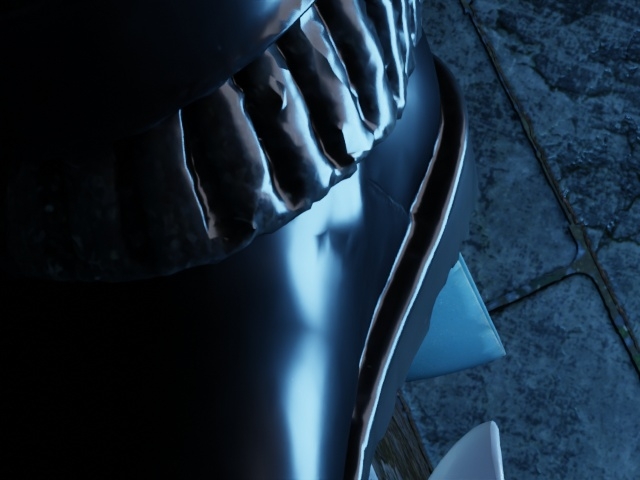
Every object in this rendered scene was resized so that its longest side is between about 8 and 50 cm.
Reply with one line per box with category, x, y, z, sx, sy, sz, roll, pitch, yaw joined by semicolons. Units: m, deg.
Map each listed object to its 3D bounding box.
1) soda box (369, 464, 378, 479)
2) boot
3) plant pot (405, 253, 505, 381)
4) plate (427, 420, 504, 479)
soda box;0.019;0.236;0.969;0.098;0.091;0.286;94;-24;-59
boot;-0.058;-0.006;0.413;0.260;0.131;0.348;77;24;-51
plant pot;0.000;0.000;1.479;0.290;0.195;0.290;-25;90;-86
plate;0.038;0.253;0.727;0.277;0.045;0.278;99;-9;-54
